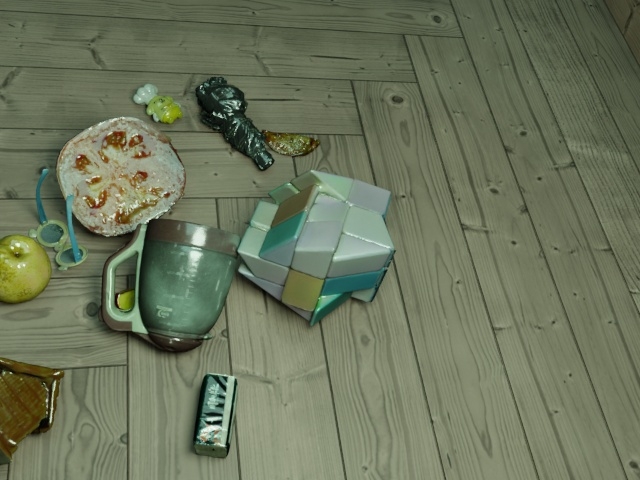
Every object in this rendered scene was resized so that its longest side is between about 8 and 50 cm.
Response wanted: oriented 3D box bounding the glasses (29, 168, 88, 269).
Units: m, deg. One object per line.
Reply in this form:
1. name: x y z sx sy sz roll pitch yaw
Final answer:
1. glasses: -0.653 -0.059 1.701 0.190 0.220 0.088 40 34 28

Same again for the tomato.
1. tomato: -0.540 -0.163 1.811 0.339 0.144 0.338 4 75 -16

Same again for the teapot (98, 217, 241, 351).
1. teapot: -0.378 0.110 1.637 0.315 0.233 0.312 11 81 -5

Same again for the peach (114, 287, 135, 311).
1. peach: -0.484 0.146 1.698 0.077 0.050 0.083 36 66 -23

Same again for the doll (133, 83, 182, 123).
1. doll: -0.502 -0.421 2.049 0.162 0.062 0.106 38 53 12

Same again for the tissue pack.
1. tissue pack: -0.245 0.409 1.559 0.091 0.103 0.170 8 56 -4

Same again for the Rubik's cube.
1. Rubik's cube: 0.000 0.000 1.713 0.368 0.387 0.358 18 53 1

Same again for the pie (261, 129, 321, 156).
1. pie: -0.092 -0.303 2.093 0.191 0.033 0.088 8 61 -9

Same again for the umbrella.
1. umbrella: -0.245 -0.360 2.045 0.337 0.128 0.154 42 74 7

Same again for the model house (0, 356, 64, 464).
1. model house: -0.710 0.349 1.462 0.229 0.200 0.219 -42 115 -56

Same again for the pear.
1. pear: -0.744 0.066 1.619 0.178 0.178 0.178 6 57 -10

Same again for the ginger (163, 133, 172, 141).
1. ginger: -0.519 -0.261 1.939 0.190 0.069 0.095 -17 69 -24
